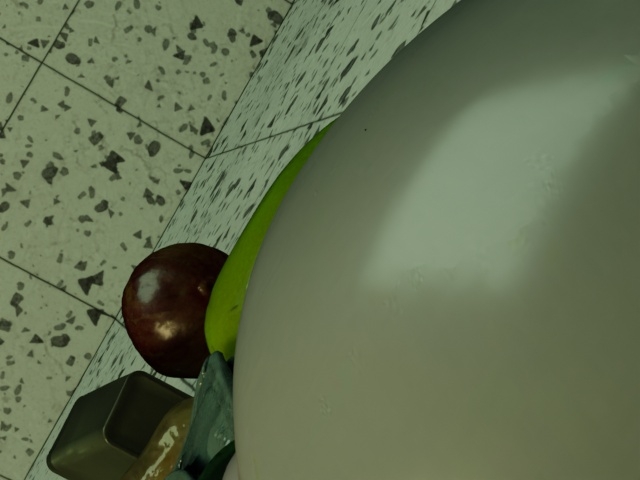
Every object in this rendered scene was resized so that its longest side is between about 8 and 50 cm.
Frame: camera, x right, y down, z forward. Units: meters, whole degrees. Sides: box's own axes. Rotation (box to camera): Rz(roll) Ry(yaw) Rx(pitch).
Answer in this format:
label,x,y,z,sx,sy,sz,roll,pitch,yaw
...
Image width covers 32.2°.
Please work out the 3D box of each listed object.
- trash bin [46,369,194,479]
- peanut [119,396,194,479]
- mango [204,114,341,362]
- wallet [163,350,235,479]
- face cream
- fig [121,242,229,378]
label,x,y,z,sx,sy,sz,roll,pitch,yaw
trash bin,-0.243,0.266,1.466,0.240,0.164,0.122,-35,28,58
peanut,-0.153,0.271,1.232,0.224,0.129,0.129,-55,12,-17
mango,0.000,0.000,1.166,0.343,0.156,0.192,-62,15,0
wallet,-0.092,0.267,0.974,0.237,0.075,0.342,-68,24,13
face cream,0.095,0.067,0.480,0.312,0.219,0.357,49,118,31
fig,-0.168,0.098,1.538,0.205,0.205,0.205,-54,15,22
